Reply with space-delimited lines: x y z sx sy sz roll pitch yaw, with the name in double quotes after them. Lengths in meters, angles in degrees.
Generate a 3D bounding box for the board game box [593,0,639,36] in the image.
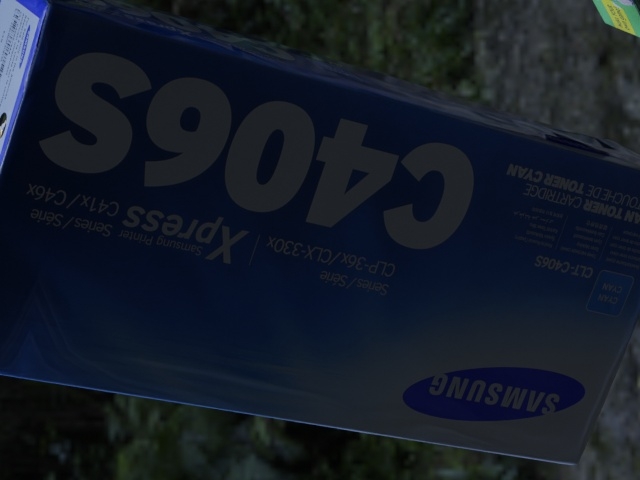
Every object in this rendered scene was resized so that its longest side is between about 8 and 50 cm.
0.218 -0.297 1.022 0.213 0.046 0.317 -57 -31 -6 "board game box"

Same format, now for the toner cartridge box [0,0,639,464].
0.000 0.000 0.748 0.075 0.348 0.165 43 117 58 "toner cartridge box"
